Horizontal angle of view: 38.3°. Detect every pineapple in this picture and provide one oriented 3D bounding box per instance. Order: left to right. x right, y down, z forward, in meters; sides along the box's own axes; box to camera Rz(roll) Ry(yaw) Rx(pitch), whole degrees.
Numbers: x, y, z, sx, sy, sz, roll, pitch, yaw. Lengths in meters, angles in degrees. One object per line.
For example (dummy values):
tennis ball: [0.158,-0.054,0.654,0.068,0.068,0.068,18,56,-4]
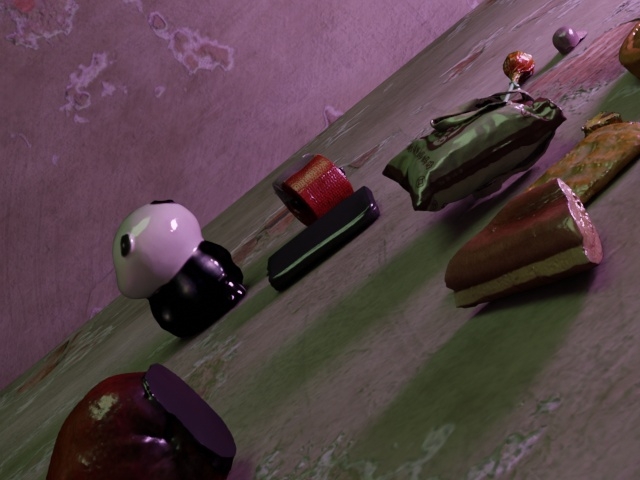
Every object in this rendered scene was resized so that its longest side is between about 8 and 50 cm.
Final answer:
pineapple: [0.352,-0.145,1.164,0.045,0.019,0.083,-32,11,3]

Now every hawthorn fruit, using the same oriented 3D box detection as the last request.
hawthorn fruit: [-0.214,0.250,1.008,0.251,0.189,0.189,-39,9,32]

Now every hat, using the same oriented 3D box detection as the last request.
hat: [0.452,-0.376,1.696,0.058,0.042,0.087,-29,14,39]

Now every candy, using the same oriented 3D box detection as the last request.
candy: [0.348,-0.284,1.676,0.060,0.060,0.201,-30,21,39]

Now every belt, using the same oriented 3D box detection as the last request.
belt: [-0.008,-0.106,1.877,0.124,0.128,0.201,-40,15,-11]

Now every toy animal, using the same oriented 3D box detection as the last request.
toy animal: [-0.298,0.054,1.840,0.212,0.267,0.212,-42,10,9]

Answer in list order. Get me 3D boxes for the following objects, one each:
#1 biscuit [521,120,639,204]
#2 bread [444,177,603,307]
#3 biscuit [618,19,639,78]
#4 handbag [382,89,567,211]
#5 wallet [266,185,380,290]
biscuit: [0.269,-0.055,1.041,0.247,0.029,0.118,-41,12,-10]
bread: [0.212,0.001,0.898,0.119,0.067,0.192,-53,15,-29]
biscuit: [0.567,-0.353,1.187,0.385,0.062,0.365,-43,13,-21]
handbag: [0.207,-0.121,1.270,0.235,0.127,0.213,-26,13,2]
wallet: [0.000,0.000,1.660,0.250,0.044,0.149,-37,15,7]
